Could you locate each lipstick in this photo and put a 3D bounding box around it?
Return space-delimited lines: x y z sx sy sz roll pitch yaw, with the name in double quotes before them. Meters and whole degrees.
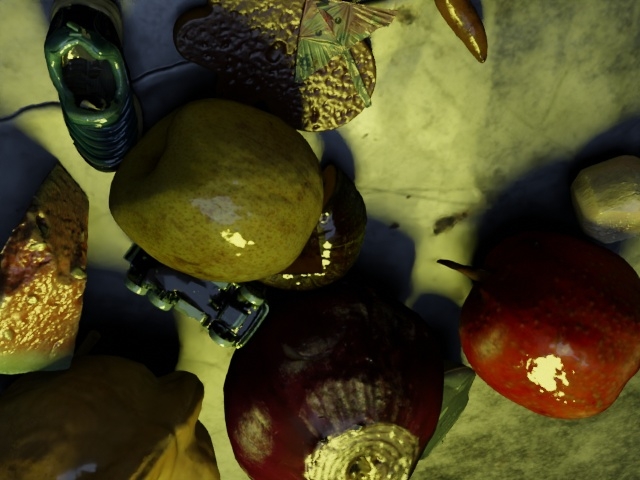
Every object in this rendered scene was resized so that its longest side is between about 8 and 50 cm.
"lipstick" -0.358 0.170 1.051 0.019 0.019 0.094 27 120 -26

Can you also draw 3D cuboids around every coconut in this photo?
"coconut" 0.399 -0.056 0.925 0.124 0.110 0.110 -15 129 13

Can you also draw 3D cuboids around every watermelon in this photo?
"watermelon" -0.345 0.038 0.866 0.139 0.193 0.257 18 110 -22

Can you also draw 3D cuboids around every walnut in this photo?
"walnut" -0.323 0.334 0.984 0.383 0.384 0.384 -4 129 -5

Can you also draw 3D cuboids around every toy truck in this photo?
"toy truck" -0.162 0.052 0.924 0.191 0.116 0.085 33 100 -10

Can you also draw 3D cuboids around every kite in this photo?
"kite" 0.030 -0.210 0.772 0.137 0.005 0.152 -32 129 15

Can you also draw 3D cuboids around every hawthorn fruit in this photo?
"hawthorn fruit" 0.292 0.099 0.972 0.300 0.254 0.254 27 123 2

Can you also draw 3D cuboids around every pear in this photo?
"pear" -0.109 -0.049 0.789 0.211 0.188 0.228 35 143 -32

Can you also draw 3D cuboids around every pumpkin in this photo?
"pumpkin" 0.000 0.000 0.902 0.107 0.119 0.183 34 121 -16

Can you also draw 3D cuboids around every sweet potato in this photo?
"sweet potato" 0.141 -0.269 0.759 0.044 0.044 0.179 -25 121 12

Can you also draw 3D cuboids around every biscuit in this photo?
"biscuit" -0.043 -0.208 0.783 0.236 0.039 0.180 28 117 -27

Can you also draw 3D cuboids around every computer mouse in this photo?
"computer mouse" 0.172 0.282 1.148 0.167 0.090 0.379 -46 154 -13

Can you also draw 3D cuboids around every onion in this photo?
"onion" -0.007 0.217 0.967 0.260 0.282 0.337 20 122 -27

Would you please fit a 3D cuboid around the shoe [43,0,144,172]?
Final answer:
"shoe" -0.247 -0.155 0.755 0.091 0.106 0.207 -2 134 -5
